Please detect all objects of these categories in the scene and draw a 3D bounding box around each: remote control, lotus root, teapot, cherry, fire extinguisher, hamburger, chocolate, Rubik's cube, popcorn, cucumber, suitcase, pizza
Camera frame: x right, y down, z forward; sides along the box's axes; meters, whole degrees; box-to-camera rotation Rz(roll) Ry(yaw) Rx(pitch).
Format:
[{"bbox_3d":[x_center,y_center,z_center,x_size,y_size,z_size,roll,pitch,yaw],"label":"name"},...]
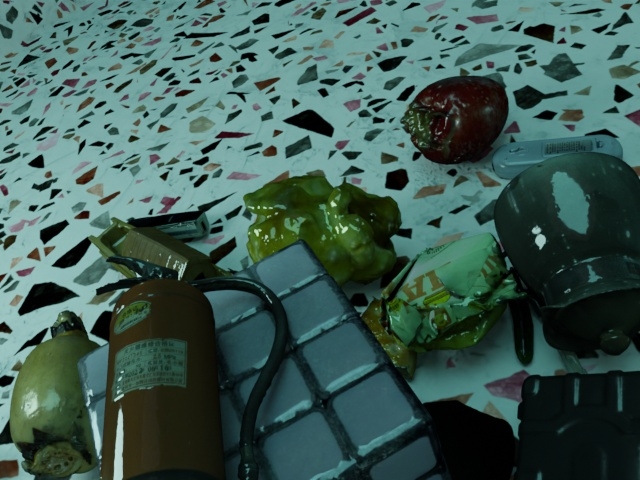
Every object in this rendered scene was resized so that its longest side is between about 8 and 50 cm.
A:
[{"bbox_3d":[0.463,-0.167,1.276,0.245,0.047,0.087,-3,48,22],"label":"remote control"},{"bbox_3d":[-0.429,0.248,1.109,0.183,0.182,0.309,-22,41,0],"label":"lotus root"},{"bbox_3d":[0.420,0.053,0.975,0.223,0.305,0.285,-32,45,34],"label":"teapot"},{"bbox_3d":[0.297,-0.261,1.344,0.250,0.175,0.192,-33,14,-23],"label":"cherry"},{"bbox_3d":[-0.132,0.151,0.670,0.200,0.113,0.376,13,36,-26],"label":"fire extinguisher"},{"bbox_3d":[0.218,0.091,1.017,0.235,0.125,0.214,-2,36,33],"label":"hamburger"},{"bbox_3d":[0.196,0.287,0.883,0.125,0.080,0.148,-25,58,-24],"label":"chocolate"},{"bbox_3d":[-0.053,0.271,0.818,0.344,0.337,0.344,-28,44,-7],"label":"Rubik's cube"},{"bbox_3d":[0.002,-0.002,1.160,0.277,0.225,0.276,-13,45,14],"label":"popcorn"},{"bbox_3d":[0.324,0.120,1.046,0.036,0.033,0.184,10,46,-3],"label":"cucumber"},{"bbox_3d":[0.329,0.294,0.766,0.206,0.066,0.285,-15,47,41],"label":"suitcase"},{"bbox_3d":[0.094,0.172,1.078,0.131,0.041,0.178,-25,44,-14],"label":"pizza"}]

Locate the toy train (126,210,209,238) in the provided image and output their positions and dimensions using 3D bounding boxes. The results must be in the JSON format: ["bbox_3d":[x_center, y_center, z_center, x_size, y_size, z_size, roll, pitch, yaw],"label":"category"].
[{"bbox_3d":[-0.371,-0.024,1.470,0.252,0.048,0.055,-5,34,25],"label":"toy train"}]

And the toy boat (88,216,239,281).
[{"bbox_3d":[-0.306,0.058,1.271,0.446,0.162,0.136,23,60,38],"label":"toy boat"}]

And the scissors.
[{"bbox_3d":[0.364,0.128,1.013,0.109,0.022,0.299,2,46,-14],"label":"scissors"}]
